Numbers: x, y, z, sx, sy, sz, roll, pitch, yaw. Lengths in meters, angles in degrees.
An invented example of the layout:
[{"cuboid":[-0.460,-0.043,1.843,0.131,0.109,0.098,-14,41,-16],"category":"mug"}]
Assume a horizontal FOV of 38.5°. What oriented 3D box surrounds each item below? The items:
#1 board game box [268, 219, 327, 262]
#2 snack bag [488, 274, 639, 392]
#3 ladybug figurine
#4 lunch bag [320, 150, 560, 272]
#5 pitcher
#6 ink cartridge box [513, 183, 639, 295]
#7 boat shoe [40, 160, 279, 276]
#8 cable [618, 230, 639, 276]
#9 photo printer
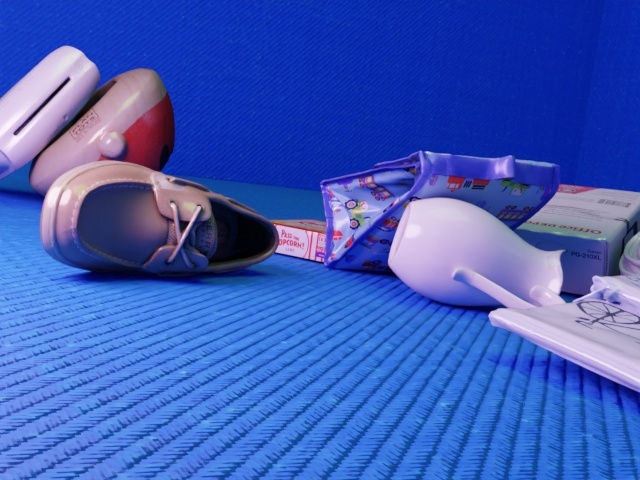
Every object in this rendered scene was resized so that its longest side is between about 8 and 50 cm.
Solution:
[{"cuboid":[0.000,0.000,1.445,0.146,0.045,0.193,11,6,28],"category":"board game box"},{"cuboid":[0.363,0.092,0.805,0.342,0.037,0.323,-3,17,-34],"category":"snack bag"},{"cuboid":[-0.383,-0.172,1.671,0.162,0.305,0.449,47,-2,-19],"category":"ladybug figurine"},{"cuboid":[0.164,-0.050,1.243,0.220,0.138,0.293,5,-16,-28],"category":"lunch bag"},{"cuboid":[0.191,0.033,1.089,0.207,0.126,0.178,19,18,-2],"category":"pitcher"},{"cuboid":[0.410,-0.006,1.467,0.172,0.100,0.237,9,24,32],"category":"ink cartridge box"},{"cuboid":[-0.166,-0.020,1.032,0.110,0.122,0.341,10,5,28],"category":"boat shoe"},{"cuboid":[0.545,0.010,1.263,0.257,0.089,0.257,-40,13,-31],"category":"cable"},{"cuboid":[-0.534,-0.222,1.659,0.107,0.256,0.307,46,-26,-20],"category":"photo printer"}]
